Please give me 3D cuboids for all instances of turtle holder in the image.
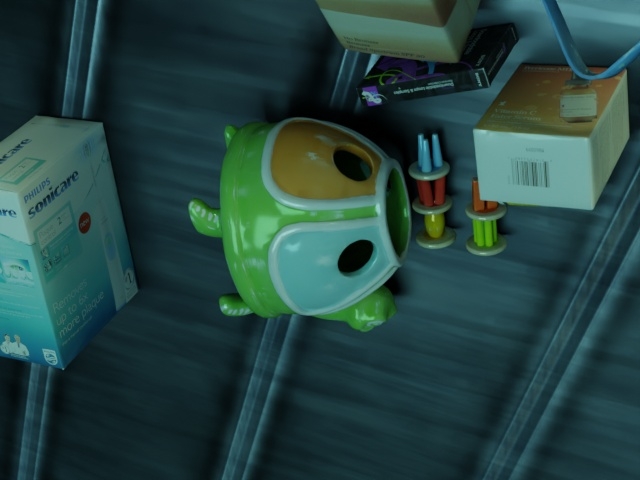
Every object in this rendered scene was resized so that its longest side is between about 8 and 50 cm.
[{"bbox_3d":[-0.006,0.001,1.561,0.227,0.243,0.320,-3,109,18],"label":"turtle holder"}]

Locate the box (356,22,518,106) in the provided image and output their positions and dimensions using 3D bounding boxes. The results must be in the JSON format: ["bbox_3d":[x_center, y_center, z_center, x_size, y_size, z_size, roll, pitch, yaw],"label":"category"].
[{"bbox_3d":[0.135,-0.202,1.428,0.162,0.116,0.029,-4,122,30],"label":"box"}]

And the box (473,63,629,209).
[{"bbox_3d":[0.260,-0.119,1.381,0.130,0.170,0.091,6,125,25],"label":"box"}]

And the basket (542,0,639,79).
[{"bbox_3d":[0.285,-0.333,1.181,0.255,0.201,0.289,-35,69,41],"label":"basket"}]

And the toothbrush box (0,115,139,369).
[{"bbox_3d":[-0.390,-0.001,1.787,0.126,0.216,0.295,7,123,24],"label":"toothbrush box"}]

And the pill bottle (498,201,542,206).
[{"bbox_3d":[0.269,-0.072,1.477,0.116,0.065,0.065,3,122,26],"label":"pill bottle"}]

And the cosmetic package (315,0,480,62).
[{"bbox_3d":[0.063,-0.313,1.285,0.153,0.129,0.296,11,163,24],"label":"cosmetic package"}]

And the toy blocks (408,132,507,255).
[{"bbox_3d":[0.171,-0.060,1.546,0.123,0.054,0.148,8,124,25],"label":"toy blocks"}]
